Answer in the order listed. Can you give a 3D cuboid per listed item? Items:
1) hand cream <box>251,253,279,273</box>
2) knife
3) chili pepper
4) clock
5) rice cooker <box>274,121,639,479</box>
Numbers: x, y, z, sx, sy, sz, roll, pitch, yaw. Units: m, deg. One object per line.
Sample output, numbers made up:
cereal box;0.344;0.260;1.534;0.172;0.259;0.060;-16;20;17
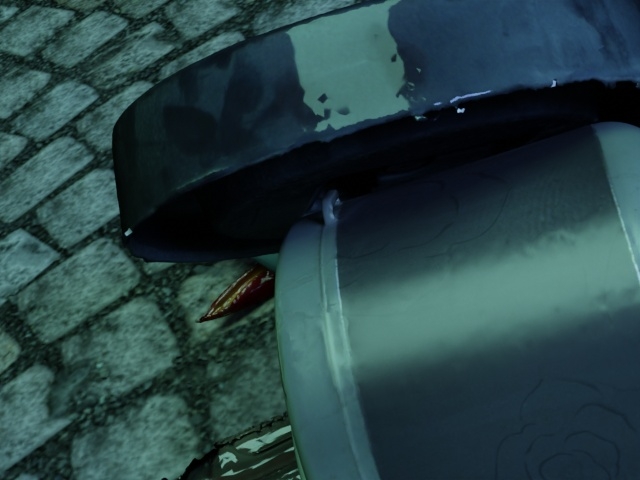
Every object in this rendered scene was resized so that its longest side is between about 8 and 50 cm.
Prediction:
hand cream;0.000;0.000;1.079;0.111;0.070;0.312;-40;47;-21
knife;0.050;0.137;0.948;0.365;0.043;0.089;-26;71;-3
chili pepper;-0.038;0.024;1.132;0.178;0.027;0.045;-40;52;-17
clock;0.048;-0.071;0.847;0.386;0.386;0.076;-16;82;13
rice cooker;0.115;0.089;0.777;0.277;0.288;0.288;-18;39;13
